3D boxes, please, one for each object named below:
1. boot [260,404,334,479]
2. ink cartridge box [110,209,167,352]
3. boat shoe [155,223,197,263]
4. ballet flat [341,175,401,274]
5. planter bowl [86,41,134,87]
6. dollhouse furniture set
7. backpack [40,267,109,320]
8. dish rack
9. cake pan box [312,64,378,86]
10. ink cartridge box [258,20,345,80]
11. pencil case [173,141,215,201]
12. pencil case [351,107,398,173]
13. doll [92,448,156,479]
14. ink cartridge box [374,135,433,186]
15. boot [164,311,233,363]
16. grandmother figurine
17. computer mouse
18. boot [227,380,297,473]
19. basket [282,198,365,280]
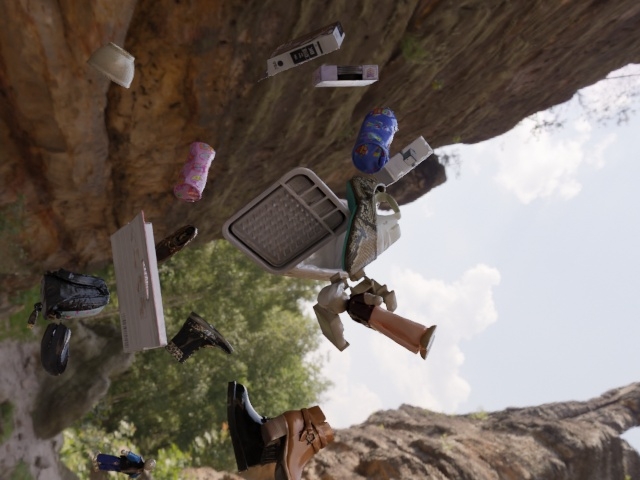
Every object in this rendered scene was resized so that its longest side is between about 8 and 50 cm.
[{"bbox_3d":[-0.051,0.688,1.645,0.284,0.220,0.109,63,-37,27],"label":"boot"},{"bbox_3d":[-0.406,0.102,1.175,0.261,0.066,0.297,-20,-102,50],"label":"ink cartridge box"},{"bbox_3d":[-0.557,0.010,1.922,0.073,0.207,0.073,49,-15,-10],"label":"boat shoe"},{"bbox_3d":[0.164,-0.068,1.583,0.483,0.181,0.164,-82,172,-57],"label":"ballet flat"},{"bbox_3d":[-0.744,-0.646,1.842,0.109,0.162,0.162,-54,-151,9],"label":"planter bowl"},{"bbox_3d":[0.112,0.230,1.716,0.212,0.242,0.161,38,-25,44],"label":"dollhouse furniture set"},{"bbox_3d":[-0.736,0.168,1.526,0.115,0.181,0.152,-28,-113,45],"label":"backpack"},{"bbox_3d":[-0.101,-0.063,1.535,0.285,0.332,0.072,43,18,-36],"label":"dish rack"},{"bbox_3d":[0.100,-0.699,2.164,0.267,0.245,0.070,-120,-154,-76],"label":"cake pan box"},{"bbox_3d":[-0.081,-0.689,1.846,0.065,0.332,0.165,61,25,-31],"label":"ink cartridge box"},{"bbox_3d":[-0.536,-0.296,2.177,0.124,0.124,0.284,97,-1,-50],"label":"pencil case"},{"bbox_3d":[0.195,-0.353,1.773,0.306,0.133,0.119,-69,167,-50],"label":"pencil case"},{"bbox_3d":[-0.611,0.697,1.588,0.046,0.188,0.129,-82,176,-62],"label":"doll"},{"bbox_3d":[0.301,-0.288,1.874,0.082,0.190,0.139,51,-11,-4],"label":"ink cartridge box"},{"bbox_3d":[-0.472,0.413,1.976,0.236,0.179,0.085,48,-17,-23],"label":"boot"},{"bbox_3d":[0.145,0.208,1.402,0.342,0.104,0.208,21,-39,21],"label":"grandmother figurine"},{"bbox_3d":[-0.973,0.342,1.796,0.060,0.184,0.262,26,75,-79],"label":"computer mouse"},{"bbox_3d":[-0.190,0.636,1.795,0.131,0.260,0.348,-137,-143,-73],"label":"boot"},{"bbox_3d":[0.000,0.000,2.197,0.266,0.331,0.329,154,-59,-65],"label":"basket"}]
